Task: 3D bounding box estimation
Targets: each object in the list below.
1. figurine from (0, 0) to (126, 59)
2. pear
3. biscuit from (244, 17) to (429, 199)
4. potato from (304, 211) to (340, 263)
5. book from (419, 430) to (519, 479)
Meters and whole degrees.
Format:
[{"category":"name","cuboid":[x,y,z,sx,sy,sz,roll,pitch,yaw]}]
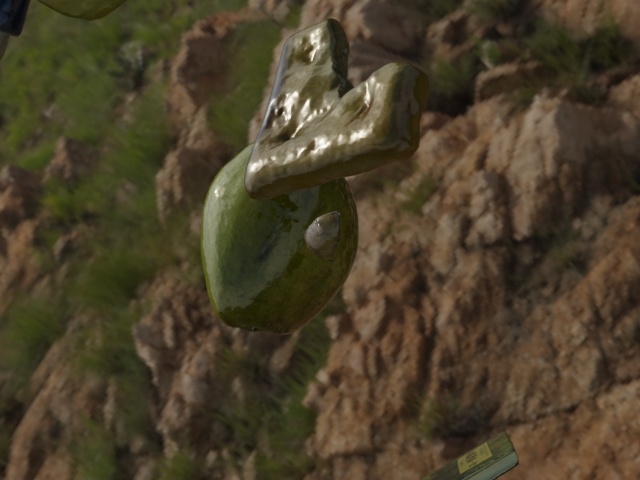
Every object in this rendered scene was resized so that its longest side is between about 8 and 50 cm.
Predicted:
[{"category":"figurine","cuboid":[-0.245,-0.235,0.883,0.283,0.204,0.338,-49,19,25]},{"category":"pear","cuboid":[-0.068,-0.001,1.832,0.253,0.252,0.307,12,86,56]},{"category":"biscuit","cuboid":[0.019,-0.118,0.939,0.183,0.039,0.174,-9,53,43]},{"category":"potato","cuboid":[0.000,0.001,1.397,0.093,0.036,0.037,109,161,-62]},{"category":"book","cuboid":[0.129,0.298,1.365,0.228,0.024,0.160,-32,-3,4]}]
